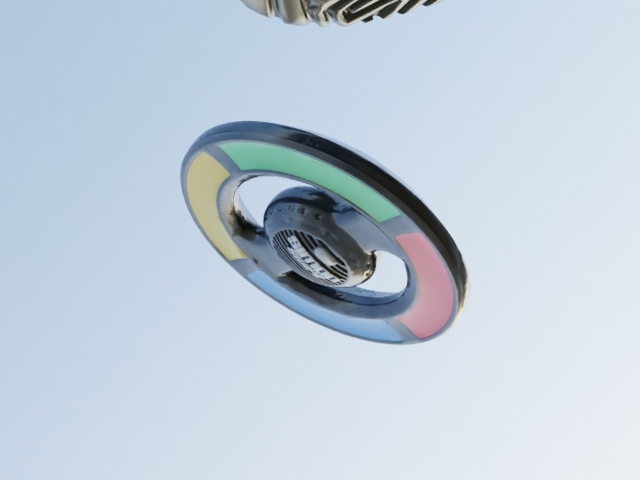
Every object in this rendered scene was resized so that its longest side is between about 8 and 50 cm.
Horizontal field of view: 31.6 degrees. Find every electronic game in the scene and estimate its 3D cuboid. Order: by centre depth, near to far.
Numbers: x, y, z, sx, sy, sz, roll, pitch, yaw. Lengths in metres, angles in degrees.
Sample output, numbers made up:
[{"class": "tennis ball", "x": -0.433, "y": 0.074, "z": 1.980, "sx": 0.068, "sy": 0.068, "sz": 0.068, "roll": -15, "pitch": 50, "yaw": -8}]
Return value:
[{"class": "electronic game", "x": 0.000, "y": 0.000, "z": 0.813, "sx": 0.229, "sy": 0.229, "sz": 0.048, "roll": 51, "pitch": -124, "yaw": -31}]

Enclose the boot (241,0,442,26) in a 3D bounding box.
[{"class": "boot", "x": 0.015, "y": -0.373, "z": 0.756, "sx": 0.367, "sy": 0.146, "sz": 0.445, "roll": -20, "pitch": -113, "yaw": -22}]
